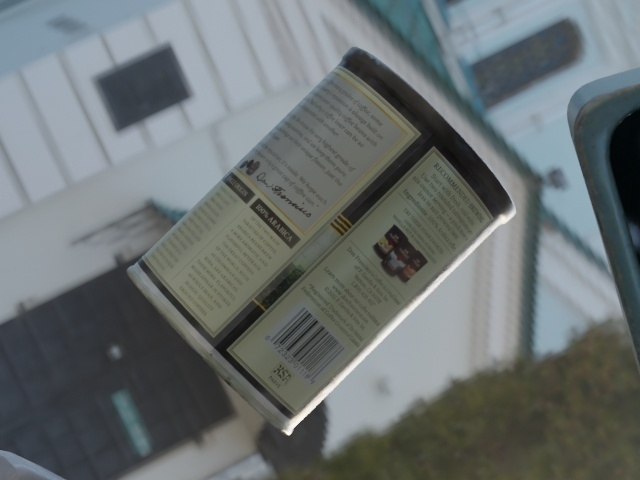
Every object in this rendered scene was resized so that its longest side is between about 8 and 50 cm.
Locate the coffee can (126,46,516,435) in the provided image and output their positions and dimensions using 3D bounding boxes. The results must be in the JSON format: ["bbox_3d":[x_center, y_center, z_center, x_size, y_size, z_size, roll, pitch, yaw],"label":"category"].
[{"bbox_3d":[0.000,0.000,1.444,0.201,0.275,0.201,46,-2,2],"label":"coffee can"}]

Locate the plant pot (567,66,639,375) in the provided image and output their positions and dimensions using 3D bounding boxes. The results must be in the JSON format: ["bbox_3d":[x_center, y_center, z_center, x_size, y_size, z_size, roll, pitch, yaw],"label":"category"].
[{"bbox_3d":[0.256,-0.002,0.837,0.252,0.247,0.247,-91,164,-78],"label":"plant pot"}]

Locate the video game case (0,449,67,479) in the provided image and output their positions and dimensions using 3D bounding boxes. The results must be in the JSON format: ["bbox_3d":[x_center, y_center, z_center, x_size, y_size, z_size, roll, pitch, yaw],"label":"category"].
[{"bbox_3d":[-0.053,0.276,0.600,0.329,0.300,0.036,34,-12,-31],"label":"video game case"}]
